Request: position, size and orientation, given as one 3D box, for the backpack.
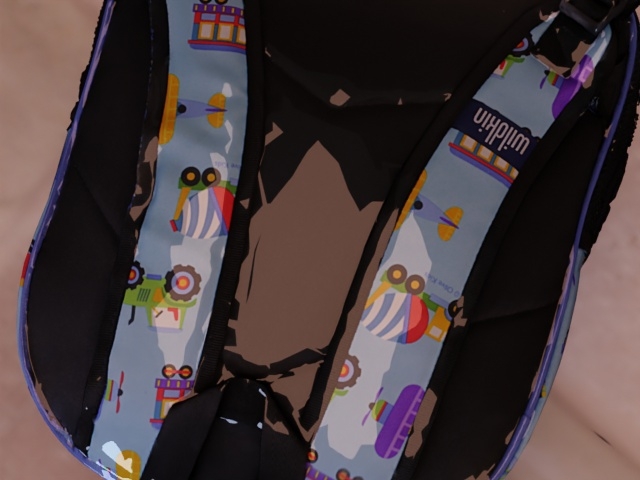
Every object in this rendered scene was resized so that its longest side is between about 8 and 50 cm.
[{"bbox_3d":[0.000,0.000,0.455,0.158,0.117,0.173,15,77,3],"label":"backpack"}]
